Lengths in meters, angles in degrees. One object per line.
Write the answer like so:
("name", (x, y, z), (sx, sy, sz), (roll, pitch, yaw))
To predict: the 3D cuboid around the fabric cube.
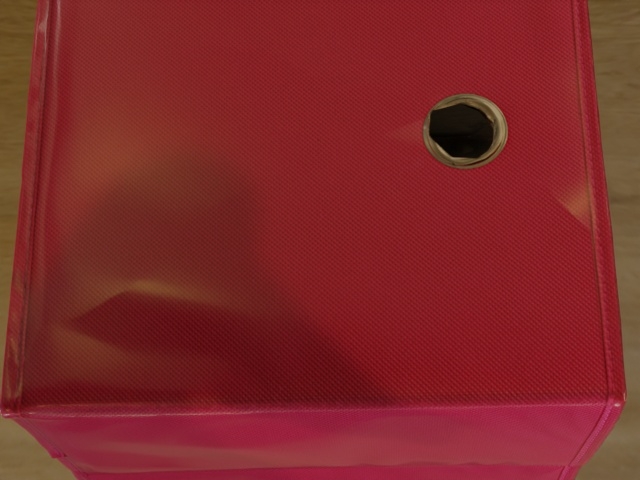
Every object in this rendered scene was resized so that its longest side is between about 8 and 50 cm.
("fabric cube", (0.000, 0.000, 0.657), (0.258, 0.259, 0.254), (-1, 68, 2))
